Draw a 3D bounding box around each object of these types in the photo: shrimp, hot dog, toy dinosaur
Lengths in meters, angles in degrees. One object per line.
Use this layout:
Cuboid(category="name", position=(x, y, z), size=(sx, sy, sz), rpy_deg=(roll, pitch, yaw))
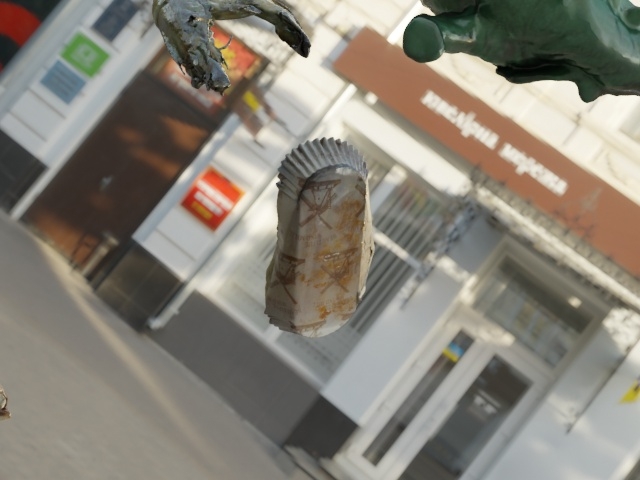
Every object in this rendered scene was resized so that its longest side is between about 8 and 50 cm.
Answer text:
Cuboid(category="shrimp", position=(-0.085, -0.204, 1.004), size=(0.150, 0.051, 0.217), rpy_deg=(2, 41, -18))
Cuboid(category="hot dog", position=(0.000, 0.000, 1.148), size=(0.069, 0.131, 0.253), rpy_deg=(49, -36, 46))
Cuboid(category="toy dinosaur", position=(0.040, -0.136, 0.444), size=(0.292, 0.079, 0.120), rpy_deg=(32, 22, -1))

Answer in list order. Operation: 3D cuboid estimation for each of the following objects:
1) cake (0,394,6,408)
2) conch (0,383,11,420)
Cuboid(category="cake", position=(-0.359, 0.143, 0.982), size=(0.121, 0.052, 0.065), rpy_deg=(15, -36, 30))
Cuboid(category="conch", position=(-0.426, 0.150, 1.135), size=(0.176, 0.104, 0.094), rpy_deg=(30, 15, 20))
